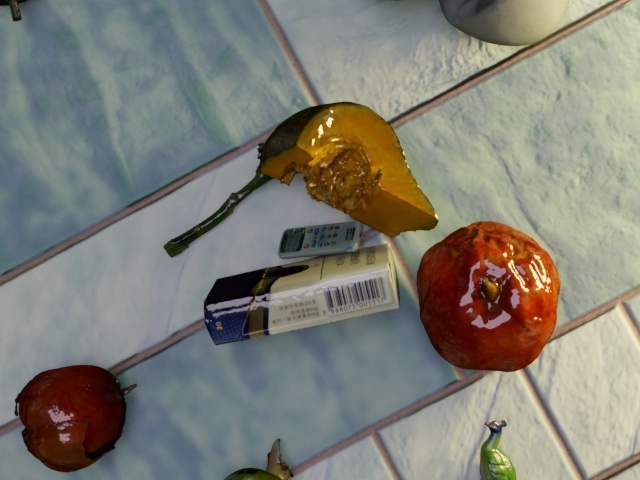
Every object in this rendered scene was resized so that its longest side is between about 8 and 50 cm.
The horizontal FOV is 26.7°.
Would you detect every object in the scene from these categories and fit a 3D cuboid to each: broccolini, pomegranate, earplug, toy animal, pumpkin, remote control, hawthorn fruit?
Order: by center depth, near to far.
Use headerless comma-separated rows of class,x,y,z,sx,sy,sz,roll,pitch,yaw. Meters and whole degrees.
hawthorn fruit,0.224,0.072,1.776,0.207,0.243,0.207,-1,83,6
pomegranate,-0.078,0.352,1.856,0.122,0.122,0.161,23,61,7
toy animal,0.238,0.358,1.856,0.075,0.041,0.217,-10,89,3
pumpkin,0.053,-0.108,1.859,0.248,0.131,0.126,30,58,-16
earplug,0.193,-0.388,1.862,0.325,0.175,0.214,31,83,16
hawthorn fruit,-0.334,0.240,1.874,0.172,0.148,0.148,-23,83,-15
remote control,0.000,0.000,1.889,0.124,0.018,0.053,-5,50,25
broccolini,-0.122,-0.064,1.916,0.254,0.057,0.071,-38,40,-1

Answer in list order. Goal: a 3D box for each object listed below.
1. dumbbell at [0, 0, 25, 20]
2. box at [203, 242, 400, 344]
dumbbell,-0.463,-0.418,1.953,0.099,0.099,0.208,-15,83,4
box,-0.023,0.072,1.837,0.259,0.168,0.071,-11,99,3
